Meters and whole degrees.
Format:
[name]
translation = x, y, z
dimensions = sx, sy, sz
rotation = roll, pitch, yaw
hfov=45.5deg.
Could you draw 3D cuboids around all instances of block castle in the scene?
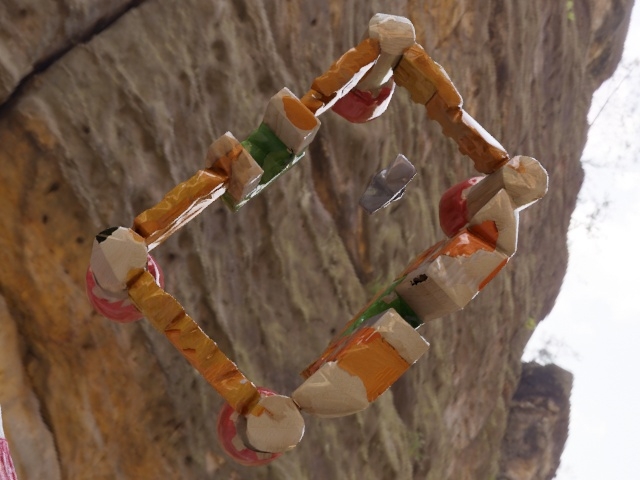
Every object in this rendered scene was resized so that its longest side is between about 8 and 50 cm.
[block castle]
translation = 0.000, 0.000, 0.848
dimensions = 0.303, 0.453, 0.213
rotation = 47, -19, 2

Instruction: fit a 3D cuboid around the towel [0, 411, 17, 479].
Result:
[towel]
translation = -0.380, 0.117, 0.675
dimensions = 0.237, 0.037, 0.329
rotation = 43, 12, -50
